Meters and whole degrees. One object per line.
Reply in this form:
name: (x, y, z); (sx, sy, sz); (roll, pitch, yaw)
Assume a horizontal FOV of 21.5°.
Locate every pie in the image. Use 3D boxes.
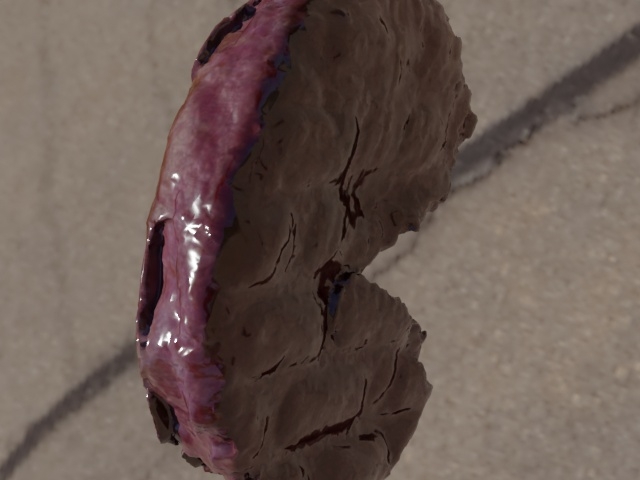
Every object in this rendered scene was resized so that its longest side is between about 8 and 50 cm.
pie: (0.000, 0.000, 0.661); (0.054, 0.204, 0.218); (11, 84, 28)
